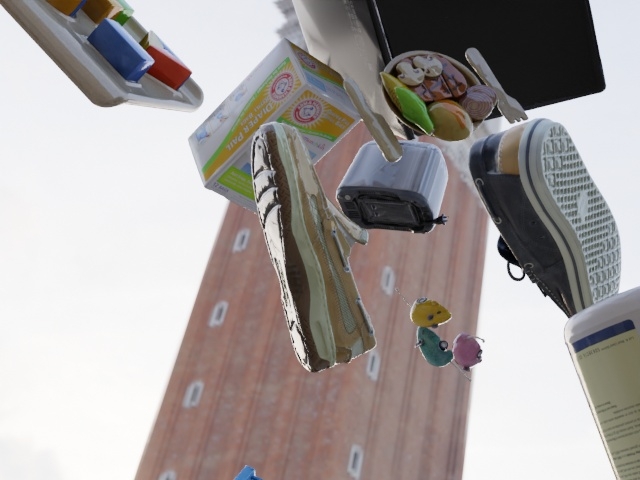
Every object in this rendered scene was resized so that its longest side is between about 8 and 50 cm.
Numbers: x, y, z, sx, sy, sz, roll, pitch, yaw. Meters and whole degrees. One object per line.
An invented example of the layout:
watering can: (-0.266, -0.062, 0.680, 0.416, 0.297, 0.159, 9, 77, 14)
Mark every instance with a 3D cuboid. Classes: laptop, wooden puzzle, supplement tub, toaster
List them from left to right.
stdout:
wooden puzzle: (-0.352, -0.346, 1.761, 0.322, 0.348, 0.080, 47, -72, 7)
toaster: (0.150, -0.105, 2.060, 0.227, 0.146, 0.129, 5, -34, 26)
laptop: (0.138, -0.364, 1.493, 0.408, 0.236, 0.382, 32, -34, 59)
supplement tub: (0.479, 0.222, 1.416, 0.235, 0.325, 0.235, -16, -15, -4)

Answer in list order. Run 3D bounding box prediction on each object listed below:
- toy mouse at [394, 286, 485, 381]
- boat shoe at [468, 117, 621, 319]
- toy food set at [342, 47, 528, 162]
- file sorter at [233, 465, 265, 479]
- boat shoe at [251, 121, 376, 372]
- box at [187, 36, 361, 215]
toy mouse: (0.165, 0.142, 1.416, 0.161, 0.031, 0.143, 17, -41, 51)
boat shoe: (0.391, -0.010, 1.825, 0.156, 0.187, 0.500, 1, -38, 36)
toy food set: (0.131, -0.163, 1.185, 0.192, 0.132, 0.038, -19, -25, -26)
file sorter: (-0.060, 0.340, 1.082, 0.104, 0.118, 0.170, 17, -52, 24)
boat shoe: (0.000, 0.000, 0.809, 0.072, 0.068, 0.190, -15, -77, -16)
box: (-0.063, -0.149, 1.432, 0.203, 0.103, 0.114, -43, -44, 21)
